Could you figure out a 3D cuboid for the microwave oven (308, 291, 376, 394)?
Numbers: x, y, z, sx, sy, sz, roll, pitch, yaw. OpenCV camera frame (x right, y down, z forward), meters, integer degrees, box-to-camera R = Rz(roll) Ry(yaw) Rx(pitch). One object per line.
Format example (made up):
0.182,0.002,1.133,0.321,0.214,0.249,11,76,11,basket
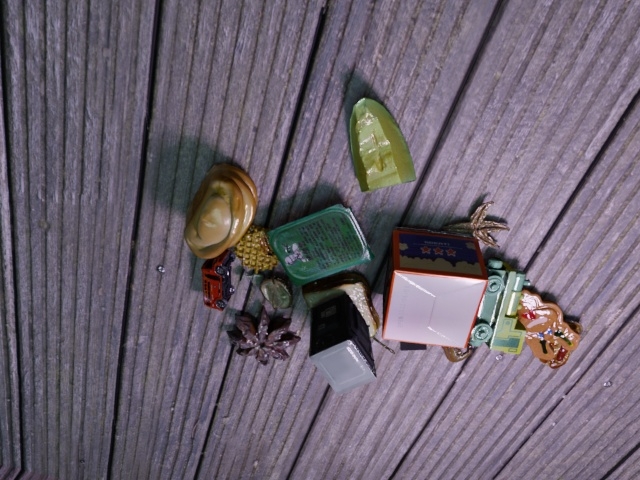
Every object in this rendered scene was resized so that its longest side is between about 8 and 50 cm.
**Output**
0.086,0.371,1.702,0.181,0.295,0.237,-26,113,13,microwave oven

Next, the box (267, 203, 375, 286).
0.000,0.000,1.717,0.337,0.106,0.264,-20,116,16,box

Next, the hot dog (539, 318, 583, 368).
0.991,0.427,1.901,0.131,0.069,0.252,11,119,-1,hot dog

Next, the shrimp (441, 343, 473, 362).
0.590,0.461,1.975,0.124,0.034,0.178,-22,117,13,shrimp

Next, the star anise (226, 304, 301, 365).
-0.247,0.422,1.973,0.332,0.117,0.331,0,123,0,star anise

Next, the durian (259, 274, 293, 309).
-0.170,0.208,1.861,0.148,0.091,0.188,17,124,9,durian

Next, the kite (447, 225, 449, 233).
0.499,0.050,1.760,0.198,0.006,0.244,0,120,5,kite

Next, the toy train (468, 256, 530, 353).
0.681,0.244,1.755,0.237,0.150,0.369,6,108,-2,toy train

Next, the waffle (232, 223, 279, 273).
-0.237,0.033,1.775,0.193,0.070,0.197,36,117,-14,waffle

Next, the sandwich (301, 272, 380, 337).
0.089,0.282,1.876,0.271,0.099,0.301,-15,115,8,sandwich

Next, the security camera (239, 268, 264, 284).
-0.276,0.149,1.863,0.092,0.058,0.058,17,120,-18,security camera

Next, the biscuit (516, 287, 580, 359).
0.871,0.332,1.824,0.202,0.047,0.334,-34,98,30,biscuit

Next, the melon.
0.188,-0.318,1.511,0.196,0.124,0.323,-14,112,11,melon

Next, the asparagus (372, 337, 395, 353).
0.268,0.453,2.008,0.166,0.013,0.016,40,126,-16,asparagus

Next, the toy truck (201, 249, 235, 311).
-0.411,0.154,1.837,0.114,0.107,0.252,11,122,8,toy truck

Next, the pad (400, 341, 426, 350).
0.400,0.403,1.972,0.116,0.004,0.193,-4,120,7,pad

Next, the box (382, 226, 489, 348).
0.399,0.173,1.679,0.319,0.257,0.348,6,127,6,box

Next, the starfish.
0.574,-0.045,1.676,0.227,0.043,0.240,14,126,-7,starfish

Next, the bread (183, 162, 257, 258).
-0.340,-0.091,1.612,0.211,0.270,0.315,22,114,-24,bread
